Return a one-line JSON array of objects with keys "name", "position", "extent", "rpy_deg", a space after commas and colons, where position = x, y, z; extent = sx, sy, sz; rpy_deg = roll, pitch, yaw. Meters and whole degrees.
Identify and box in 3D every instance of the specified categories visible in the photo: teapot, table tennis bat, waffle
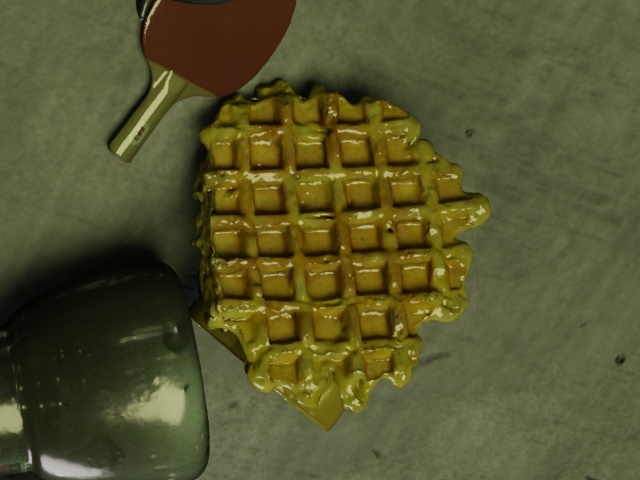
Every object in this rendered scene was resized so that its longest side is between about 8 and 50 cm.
[{"name": "teapot", "position": [-0.270, 0.149, 1.932], "extent": [0.285, 0.305, 0.223], "rpy_deg": [-9, 87, -11]}, {"name": "table tennis bat", "position": [-0.123, -0.178, 1.867], "extent": [0.138, 0.022, 0.246], "rpy_deg": [31, 102, -35]}, {"name": "waffle", "position": [0.000, 0.001, 1.875], "extent": [0.307, 0.060, 0.312], "rpy_deg": [29, 72, 2]}]

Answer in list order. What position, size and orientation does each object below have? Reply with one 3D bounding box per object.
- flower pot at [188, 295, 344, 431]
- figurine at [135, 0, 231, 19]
[{"name": "flower pot", "position": [-0.010, 0.068, 1.978], "extent": [0.179, 0.195, 0.195], "rpy_deg": [-50, 127, -4]}, {"name": "figurine", "position": [-0.142, -0.301, 1.667], "extent": [0.265, 0.197, 0.175], "rpy_deg": [32, 101, -38]}]
